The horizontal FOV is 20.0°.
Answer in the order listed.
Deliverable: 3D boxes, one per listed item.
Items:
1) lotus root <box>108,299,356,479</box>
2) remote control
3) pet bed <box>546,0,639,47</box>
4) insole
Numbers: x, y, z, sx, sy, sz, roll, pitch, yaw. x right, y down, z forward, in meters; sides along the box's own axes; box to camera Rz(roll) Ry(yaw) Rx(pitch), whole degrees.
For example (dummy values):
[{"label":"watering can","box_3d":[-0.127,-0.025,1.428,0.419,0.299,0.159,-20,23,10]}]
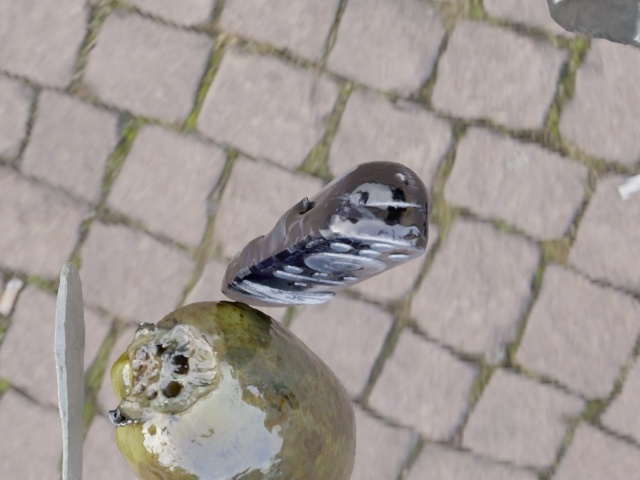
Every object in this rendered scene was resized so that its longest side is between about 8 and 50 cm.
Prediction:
[{"label":"lotus root","box_3d":[-0.059,0.151,1.420,0.160,0.275,0.152,-30,62,9]},{"label":"remote control","box_3d":[0.000,0.000,1.300,0.090,0.266,0.066,17,72,-20]},{"label":"pet bed","box_3d":[0.232,-0.200,0.996,0.183,0.159,0.211,21,103,32]},{"label":"insole","box_3d":[-0.193,0.112,1.395,0.010,0.063,0.192,0,89,7]}]
